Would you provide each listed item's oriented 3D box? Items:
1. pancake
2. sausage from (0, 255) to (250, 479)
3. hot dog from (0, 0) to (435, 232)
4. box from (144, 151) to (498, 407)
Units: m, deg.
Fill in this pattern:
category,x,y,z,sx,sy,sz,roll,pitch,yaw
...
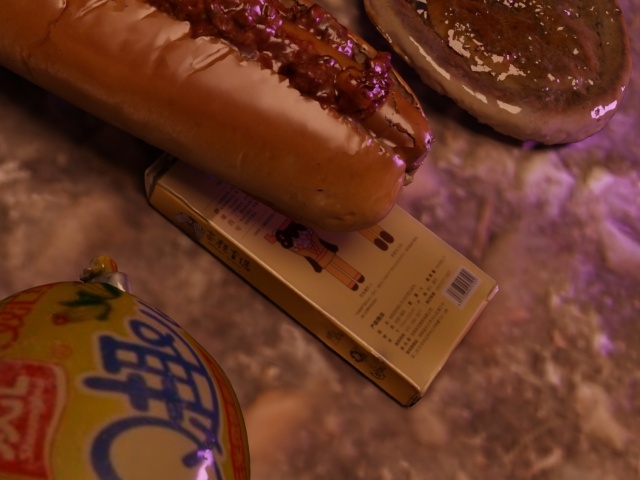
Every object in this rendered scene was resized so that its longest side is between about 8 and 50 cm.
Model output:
category,x,y,z,sx,sy,sz,roll,pitch,yaw
pancake,0.087,-0.110,0.821,0.152,0.025,0.151,12,57,-19
sausage,-0.092,0.152,0.517,0.123,0.123,0.347,17,56,-14
hot dog,-0.067,-0.091,0.693,0.249,0.076,0.102,30,56,7
box,0.000,0.000,0.718,0.149,0.020,0.073,39,53,2
